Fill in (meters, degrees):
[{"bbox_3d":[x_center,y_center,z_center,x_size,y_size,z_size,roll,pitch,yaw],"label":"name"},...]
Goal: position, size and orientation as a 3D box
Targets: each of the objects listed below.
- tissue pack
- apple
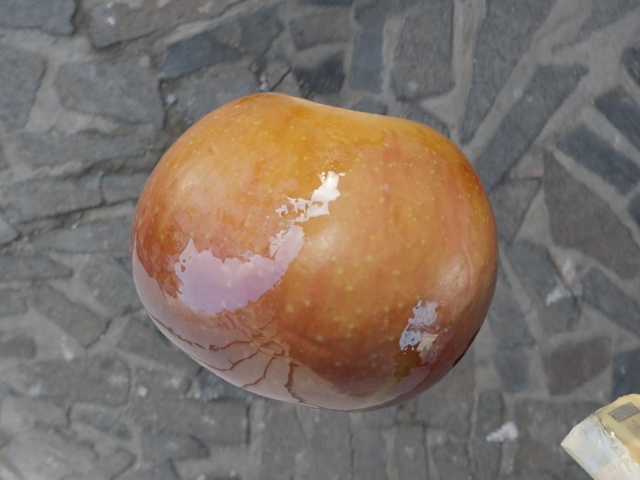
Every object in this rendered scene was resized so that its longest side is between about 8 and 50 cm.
[{"bbox_3d":[0.442,0.307,1.506,0.222,0.186,0.090,45,115,23],"label":"tissue pack"},{"bbox_3d":[0.000,0.000,0.625,0.201,0.201,0.162,22,101,-1],"label":"apple"}]
